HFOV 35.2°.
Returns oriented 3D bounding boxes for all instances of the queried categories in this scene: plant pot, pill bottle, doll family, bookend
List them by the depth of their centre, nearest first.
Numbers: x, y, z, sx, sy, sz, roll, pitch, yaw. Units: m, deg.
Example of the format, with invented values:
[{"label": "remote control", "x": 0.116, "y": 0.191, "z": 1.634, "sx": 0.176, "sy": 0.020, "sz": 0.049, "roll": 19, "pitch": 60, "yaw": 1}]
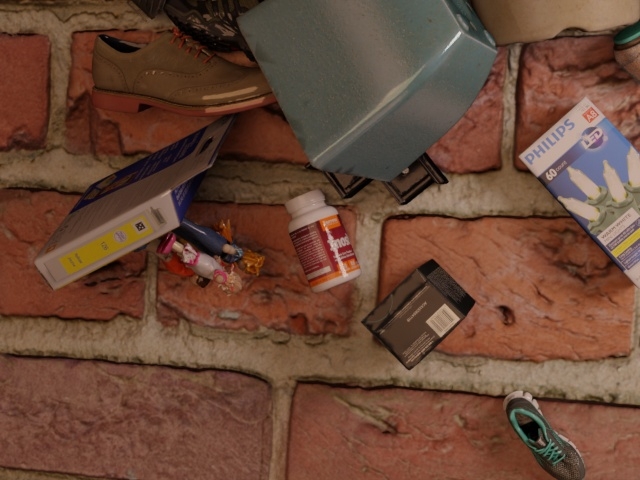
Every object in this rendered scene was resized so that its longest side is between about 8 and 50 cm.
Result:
[{"label": "plant pot", "x": 0.088, "y": -0.257, "z": 1.378, "sx": 0.252, "sy": 0.248, "sz": 0.247, "roll": -34, "pitch": 73, "yaw": 23}, {"label": "plant pot", "x": 0.315, "y": -0.435, "z": 1.393, "sx": 0.334, "sy": 0.334, "sz": 0.305, "roll": -7, "pitch": 102, "yaw": 14}, {"label": "bookend", "x": 0.088, "y": -0.105, "z": 1.569, "sx": 0.157, "sy": 0.072, "sz": 0.156, "roll": -38, "pitch": 84, "yaw": 13}, {"label": "doll family", "x": -0.176, "y": 0.009, "z": 1.580, "sx": 0.163, "sy": 0.263, "sz": 0.118, "roll": 31, "pitch": 81, "yaw": -20}, {"label": "pill bottle", "x": 0.000, "y": 0.000, "z": 1.588, "sx": 0.086, "sy": 0.086, "sz": 0.152, "roll": -23, "pitch": 88, "yaw": 14}]

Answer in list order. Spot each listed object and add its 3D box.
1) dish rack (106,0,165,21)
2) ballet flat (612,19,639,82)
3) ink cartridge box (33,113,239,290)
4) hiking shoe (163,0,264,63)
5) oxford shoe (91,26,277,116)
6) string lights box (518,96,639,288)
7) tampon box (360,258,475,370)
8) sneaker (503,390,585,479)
[{"label": "dish rack", "x": -0.340, "y": -0.481, "z": 1.597, "sx": 0.271, "sy": 0.074, "sz": 0.208, "roll": 43, "pitch": 140, "yaw": 18}, {"label": "ballet flat", "x": 0.572, "y": -0.328, "z": 1.436, "sx": 0.316, "sy": 0.107, "sz": 0.106, "roll": -32, "pitch": 105, "yaw": 18}, {"label": "ink cartridge box", "x": -0.256, "y": -0.073, "z": 1.542, "sx": 0.307, "sy": 0.303, "sz": 0.072, "roll": -24, "pitch": 109, "yaw": 14}, {"label": "hiking shoe", "x": -0.140, "y": -0.362, "z": 1.619, "sx": 0.227, "sy": 0.086, "sz": 0.114, "roll": 22, "pitch": 80, "yaw": 10}, {"label": "oxford shoe", "x": -0.210, "y": -0.270, "z": 1.594, "sx": 0.348, "sy": 0.123, "sz": 0.130, "roll": 3, "pitch": 110, "yaw": 13}, {"label": "string lights box", "x": 0.428, "y": -0.071, "z": 1.483, "sx": 0.133, "sy": 0.077, "sz": 0.259, "roll": -43, "pitch": 82, "yaw": 13}, {"label": "tampon box", "x": 0.151, "y": 0.109, "z": 1.517, "sx": 0.101, "sy": 0.161, "sz": 0.120, "roll": 46, "pitch": 103, "yaw": 7}, {"label": "sneaker", "x": 0.334, "y": 0.306, "z": 1.525, "sx": 0.065, "sy": 0.076, "sz": 0.166, "roll": -44, "pitch": 82, "yaw": 13}]
